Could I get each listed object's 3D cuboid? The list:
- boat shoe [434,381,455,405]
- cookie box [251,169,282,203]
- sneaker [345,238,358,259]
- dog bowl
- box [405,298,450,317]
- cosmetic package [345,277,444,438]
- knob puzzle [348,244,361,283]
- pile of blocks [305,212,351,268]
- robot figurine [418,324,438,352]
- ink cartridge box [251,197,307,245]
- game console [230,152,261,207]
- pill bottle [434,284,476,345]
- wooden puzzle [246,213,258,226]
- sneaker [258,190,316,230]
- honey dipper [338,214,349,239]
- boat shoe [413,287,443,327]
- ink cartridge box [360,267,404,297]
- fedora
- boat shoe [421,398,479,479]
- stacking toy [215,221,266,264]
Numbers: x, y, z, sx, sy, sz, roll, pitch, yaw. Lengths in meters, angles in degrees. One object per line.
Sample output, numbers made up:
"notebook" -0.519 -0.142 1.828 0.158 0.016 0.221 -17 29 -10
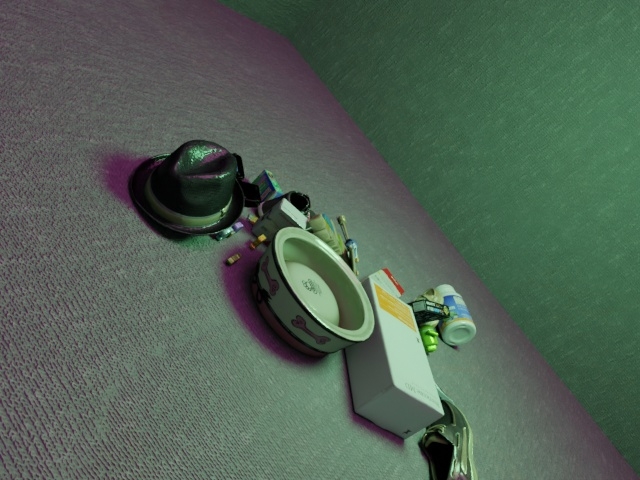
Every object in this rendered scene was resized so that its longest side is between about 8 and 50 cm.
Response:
"boat shoe" 0.396 0.538 1.906 0.183 0.065 0.083 47 -6 25
"cookie box" -0.194 -0.181 1.925 0.040 0.092 0.107 10 43 -53
"sneaker" 0.116 0.032 2.205 0.059 0.053 0.144 36 25 -24
"dog bowl" -0.031 0.161 1.601 0.408 0.150 0.408 39 25 -22
"box" 0.382 0.284 2.120 0.220 0.175 0.051 19 59 -50
"cosmetic package" 0.207 0.356 1.708 0.230 0.161 0.453 36 26 -28
"knob puzzle" 0.127 0.111 1.988 0.213 0.030 0.213 174 -90 -89
"pile of blocks" 0.000 0.000 1.883 0.362 0.113 0.148 54 18 -59
"robot figurine" 0.428 0.388 2.166 0.067 0.101 0.115 -6 63 -11
"ink cartridge box" -0.130 -0.050 1.742 0.109 0.150 0.063 41 36 -20
"game console" -0.311 -0.214 1.754 0.213 0.044 0.361 14 27 -20
"pill bottle" 0.593 0.331 2.467 0.152 0.152 0.272 36 25 -29
"wooden puzzle" -0.220 -0.063 1.799 0.049 0.006 0.083 43 23 -15
"sneaker" -0.069 -0.100 1.920 0.296 0.147 0.104 9 68 -53
"honey dipper" 0.109 -0.045 2.346 0.030 0.030 0.160 30 31 -38
"boat shoe" 0.466 0.280 2.380 0.098 0.109 0.302 47 28 -8
"ink cartridge box" 0.238 0.193 2.133 0.134 0.078 0.231 54 23 10
"fedora" -0.335 -0.171 1.465 0.334 0.152 0.334 20 40 -19
"boat shoe" 0.386 0.619 1.653 0.130 0.132 0.355 39 23 -23
"stacking toy" -0.264 -0.030 1.606 0.167 0.052 0.221 48 23 0
